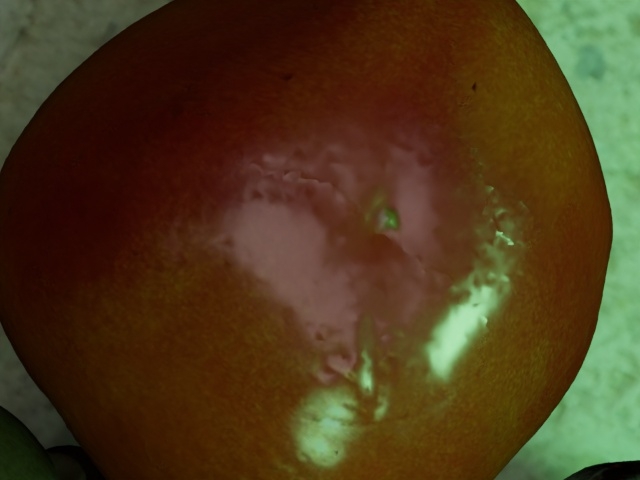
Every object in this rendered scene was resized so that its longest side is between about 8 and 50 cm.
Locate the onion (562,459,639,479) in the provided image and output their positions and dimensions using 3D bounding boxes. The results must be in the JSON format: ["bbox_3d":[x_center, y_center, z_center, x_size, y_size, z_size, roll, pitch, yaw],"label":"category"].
[{"bbox_3d":[0.122,0.196,0.796,0.151,0.098,0.206,-5,83,-31],"label":"onion"}]

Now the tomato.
[{"bbox_3d":[0.002,0.004,0.764,0.259,0.180,0.260,1,85,-11],"label":"tomato"}]

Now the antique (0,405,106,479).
[{"bbox_3d":[-0.130,0.176,0.750,0.121,0.143,0.257,-10,83,-6],"label":"antique"}]
